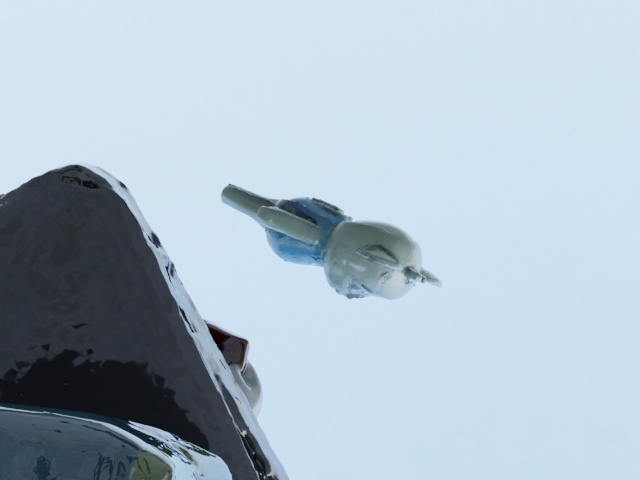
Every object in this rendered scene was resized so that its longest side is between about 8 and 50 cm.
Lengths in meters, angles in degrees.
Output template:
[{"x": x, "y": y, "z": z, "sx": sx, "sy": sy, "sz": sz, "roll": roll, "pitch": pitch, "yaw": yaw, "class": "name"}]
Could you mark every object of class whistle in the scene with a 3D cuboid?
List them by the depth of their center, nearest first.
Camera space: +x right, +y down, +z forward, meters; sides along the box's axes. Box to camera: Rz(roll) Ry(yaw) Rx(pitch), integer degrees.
[{"x": 0.000, "y": 0.000, "z": 1.630, "sx": 0.235, "sy": 0.077, "sz": 0.114, "roll": 23, "pitch": -177, "yaw": 35, "class": "whistle"}]

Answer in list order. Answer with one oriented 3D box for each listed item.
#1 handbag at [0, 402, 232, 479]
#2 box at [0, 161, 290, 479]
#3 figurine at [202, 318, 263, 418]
[{"x": -0.185, "y": 0.222, "z": 0.999, "sx": 0.241, "sy": 0.263, "sz": 0.222, "roll": 3, "pitch": -179, "yaw": 10, "class": "handbag"}, {"x": -0.218, "y": 0.165, "z": 1.260, "sx": 0.350, "sy": 0.359, "sz": 0.091, "roll": -27, "pitch": -178, "yaw": 9, "class": "box"}, {"x": -0.127, "y": 0.193, "z": 1.581, "sx": 0.204, "sy": 0.338, "sz": 0.283, "roll": 27, "pitch": -111, "yaw": -4, "class": "figurine"}]
